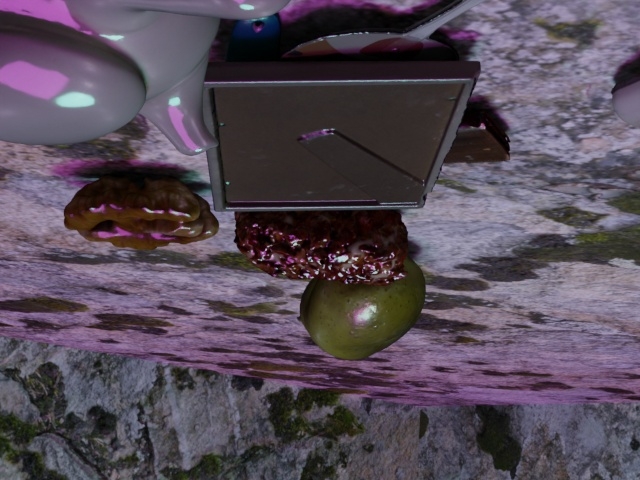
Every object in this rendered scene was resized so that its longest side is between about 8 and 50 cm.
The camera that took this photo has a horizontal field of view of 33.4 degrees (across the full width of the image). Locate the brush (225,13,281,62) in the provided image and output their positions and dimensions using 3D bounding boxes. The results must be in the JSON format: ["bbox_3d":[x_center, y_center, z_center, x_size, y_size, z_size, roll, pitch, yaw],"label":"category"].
[{"bbox_3d":[-0.059,-0.134,0.853,0.043,0.032,0.193,-3,155,-10],"label":"brush"}]

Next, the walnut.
[{"bbox_3d":[-0.203,-0.034,1.213,0.170,0.069,0.143,-1,164,15],"label":"walnut"}]

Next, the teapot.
[{"bbox_3d":[-0.143,-0.143,0.583,0.220,0.149,0.318,6,167,-12],"label":"teapot"}]

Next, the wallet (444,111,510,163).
[{"bbox_3d":[0.080,-0.093,0.977,0.176,0.026,0.095,-2,161,27],"label":"wallet"}]

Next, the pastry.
[{"bbox_3d":[0.000,-0.001,1.241,0.209,0.097,0.115,6,156,-1],"label":"pastry"}]

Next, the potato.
[{"bbox_3d":[0.057,0.080,1.457,0.169,0.143,0.248,-32,168,-15],"label":"potato"}]

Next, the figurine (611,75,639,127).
[{"bbox_3d":[0.319,-0.053,0.763,0.167,0.141,0.250,6,175,-25],"label":"figurine"}]

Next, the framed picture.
[{"bbox_3d":[0.007,-0.080,0.916,0.211,0.020,0.289,0,162,-3],"label":"framed picture"}]

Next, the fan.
[{"bbox_3d":[0.054,-0.142,0.783,0.153,0.008,0.227,3,165,-33],"label":"fan"}]
